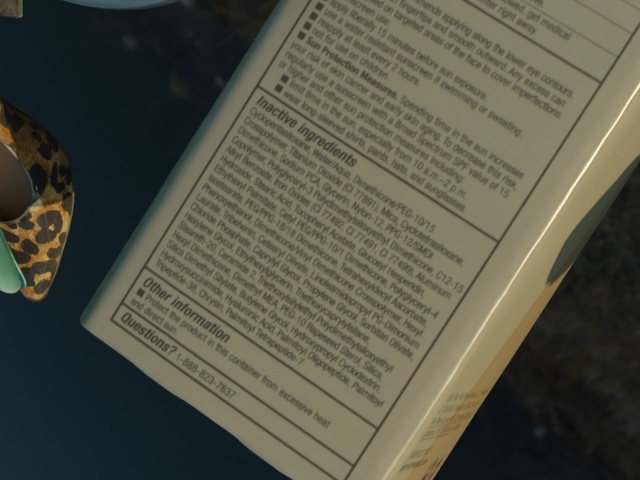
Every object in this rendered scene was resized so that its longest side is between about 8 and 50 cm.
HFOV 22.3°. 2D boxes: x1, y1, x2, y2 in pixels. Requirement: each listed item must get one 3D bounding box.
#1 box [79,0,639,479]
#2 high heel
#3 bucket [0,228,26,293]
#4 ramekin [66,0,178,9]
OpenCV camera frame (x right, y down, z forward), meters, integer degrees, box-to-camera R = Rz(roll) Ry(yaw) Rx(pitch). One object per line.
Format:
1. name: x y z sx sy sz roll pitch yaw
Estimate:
1. box: 0.056 -0.056 0.661 0.148 0.311 0.121 35 -174 15
2. high heel: -0.270 -0.059 1.176 0.093 0.186 0.261 0 106 28
3. bucket: -0.299 -0.015 0.786 0.281 0.281 0.183 -17 95 56
4. ramekin: -0.101 -0.229 0.891 0.207 0.207 0.109 49 -170 0
